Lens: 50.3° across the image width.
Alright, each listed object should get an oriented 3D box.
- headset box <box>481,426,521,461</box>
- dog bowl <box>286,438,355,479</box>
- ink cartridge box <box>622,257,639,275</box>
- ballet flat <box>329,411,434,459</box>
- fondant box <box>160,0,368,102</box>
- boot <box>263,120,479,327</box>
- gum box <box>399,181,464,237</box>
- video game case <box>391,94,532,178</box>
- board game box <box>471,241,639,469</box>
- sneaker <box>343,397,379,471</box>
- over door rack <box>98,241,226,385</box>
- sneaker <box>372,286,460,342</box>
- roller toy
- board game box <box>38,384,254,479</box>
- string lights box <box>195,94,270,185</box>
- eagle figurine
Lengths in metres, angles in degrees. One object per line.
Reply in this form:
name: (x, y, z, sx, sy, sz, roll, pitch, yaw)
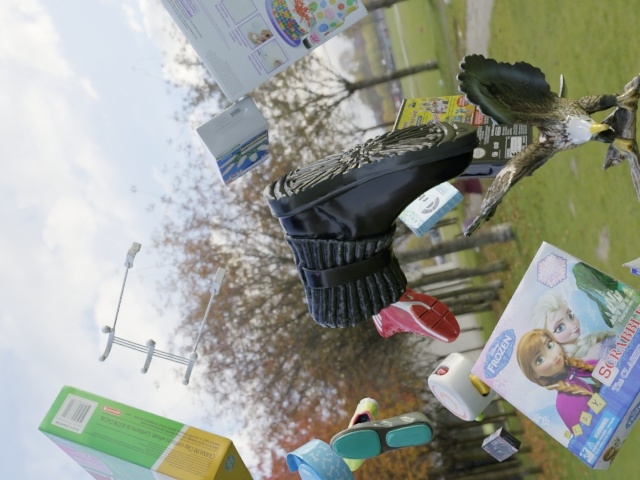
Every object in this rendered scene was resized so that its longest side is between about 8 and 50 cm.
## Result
headset box: (0.456, 0.510, 1.709, 0.062, 0.083, 0.032, 38, -136, 1)
dog bowl: (0.026, 0.583, 1.579, 0.165, 0.074, 0.297, 13, 132, 49)
ink cartridge box: (0.902, 0.089, 1.690, 0.223, 0.223, 0.045, 25, 120, 47)
ballet flat: (0.122, 0.393, 1.378, 0.068, 0.213, 0.072, -111, 13, -77)
fondant box: (-0.108, -0.464, 1.335, 0.238, 0.330, 0.096, 55, -172, -27)
boot: (0.106, -0.022, 1.071, 0.131, 0.347, 0.260, -80, -31, -63)
gum box: (0.334, -0.116, 2.142, 0.041, 0.184, 0.157, 45, -176, -38)
video game case: (0.253, -0.192, 1.226, 0.275, 0.248, 0.035, -68, -28, -51)
board game box: (0.488, 0.209, 1.314, 0.065, 0.319, 0.318, 19, -168, -40)
sneaker: (0.101, 0.542, 1.879, 0.094, 0.081, 0.209, -12, -63, -81)
over door rack: (-0.394, 0.192, 1.659, 0.108, 0.239, 0.325, -91, 20, -69)
sneaker: (0.209, 0.184, 1.548, 0.221, 0.087, 0.128, 36, 139, 26)
roller toy: (0.451, 0.455, 2.154, 0.191, 0.146, 0.209, 36, 160, 35)
board game box: (-0.203, 0.323, 0.927, 0.317, 0.242, 0.064, 78, -150, -51)
string lights box: (-0.186, -0.212, 1.496, 0.077, 0.133, 0.260, 55, 173, 5)
eagle figurine: (0.314, -0.151, 0.962, 0.225, 0.298, 0.227, 94, 163, -67)
